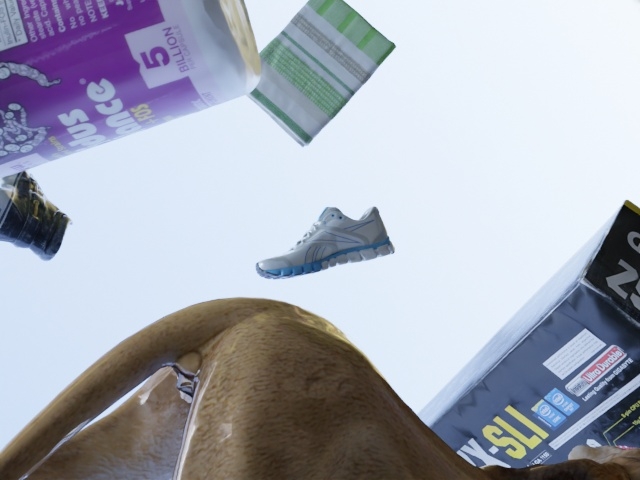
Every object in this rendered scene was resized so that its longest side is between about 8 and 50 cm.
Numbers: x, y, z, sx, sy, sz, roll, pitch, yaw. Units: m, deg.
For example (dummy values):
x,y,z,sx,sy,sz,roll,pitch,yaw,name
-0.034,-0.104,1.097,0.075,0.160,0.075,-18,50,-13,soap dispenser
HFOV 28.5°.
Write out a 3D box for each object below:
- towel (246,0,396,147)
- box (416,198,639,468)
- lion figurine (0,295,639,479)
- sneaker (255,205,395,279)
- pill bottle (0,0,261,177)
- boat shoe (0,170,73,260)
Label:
x,y,z,sx,sy,sz,roll,pitch,yaw,name
-0.006,-0.191,1.388,0.113,0.152,0.023,43,180,9,towel
0.192,0.155,0.766,0.257,0.322,0.079,37,-129,3,box
0.026,0.129,0.546,0.392,0.240,0.142,42,167,-32,lion figurine
0.000,0.000,1.657,0.190,0.071,0.083,-15,-87,-19,sneaker
-0.209,-0.142,0.931,0.169,0.301,0.169,-18,-90,-83,pill bottle
-0.303,-0.029,1.306,0.083,0.065,0.183,30,-167,-17,boat shoe
